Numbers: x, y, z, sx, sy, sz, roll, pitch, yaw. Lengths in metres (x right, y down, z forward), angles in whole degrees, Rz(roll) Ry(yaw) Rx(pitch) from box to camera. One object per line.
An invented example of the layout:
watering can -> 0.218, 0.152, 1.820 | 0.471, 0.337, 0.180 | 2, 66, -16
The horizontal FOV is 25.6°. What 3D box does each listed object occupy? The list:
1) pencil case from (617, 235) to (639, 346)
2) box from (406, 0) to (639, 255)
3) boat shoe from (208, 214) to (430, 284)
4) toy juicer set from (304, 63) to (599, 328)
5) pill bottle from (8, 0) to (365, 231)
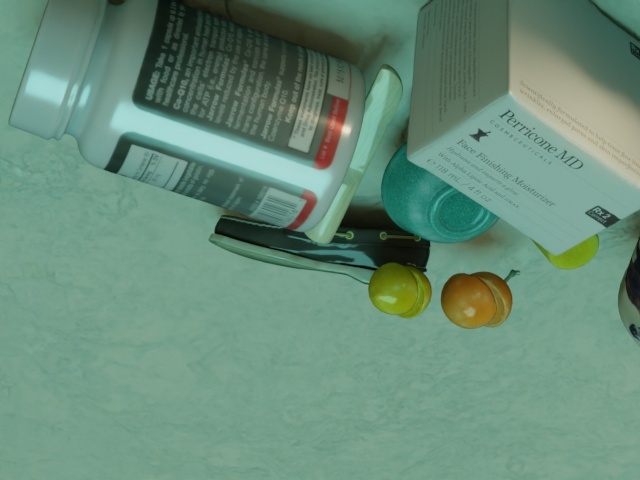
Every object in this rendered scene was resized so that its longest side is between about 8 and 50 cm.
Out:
pencil case -> 0.390, -0.036, 1.263 | 0.160, 0.183, 0.410 | 7, 142, 0
box -> 0.180, -0.117, 1.189 | 0.181, 0.182, 0.119 | 31, 136, -27
boat shoe -> 0.000, 0.000, 1.459 | 0.228, 0.068, 0.081 | 12, 176, -4
toy juicer set -> 0.100, -0.029, 1.365 | 0.329, 0.089, 0.209 | 32, 114, -32
pill bottle -> -0.117, -0.122, 1.242 | 0.283, 0.161, 0.161 | 18, 140, -14
